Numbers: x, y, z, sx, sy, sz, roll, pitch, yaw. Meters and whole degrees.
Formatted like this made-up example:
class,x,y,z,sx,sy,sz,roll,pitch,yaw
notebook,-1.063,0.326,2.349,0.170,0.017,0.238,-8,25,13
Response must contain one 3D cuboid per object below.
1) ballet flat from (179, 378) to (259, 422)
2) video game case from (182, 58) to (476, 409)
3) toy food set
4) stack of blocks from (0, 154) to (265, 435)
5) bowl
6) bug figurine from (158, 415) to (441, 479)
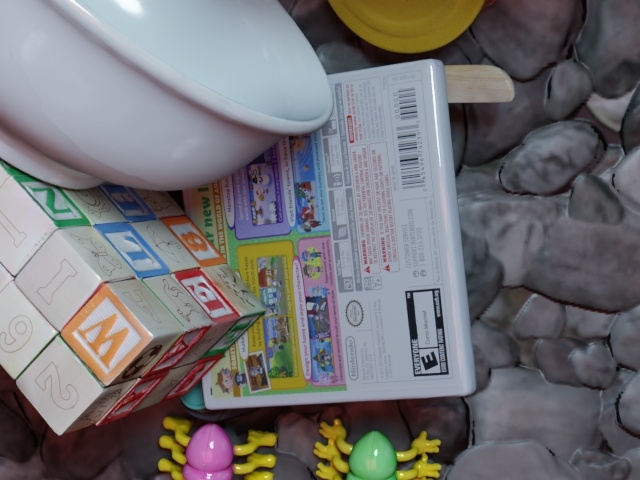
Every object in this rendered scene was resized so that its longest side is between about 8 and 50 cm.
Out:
class,x,y,z,sx,sy,sz,roll,pitch,yaw
ballet flat,-0.006,0.069,1.128,0.203,0.074,0.074,-30,100,16
video game case,0.000,0.000,1.056,0.193,0.023,0.212,-6,90,27
toy food set,0.064,-0.195,1.045,0.128,0.071,0.218,-6,105,34
stack of blocks,-0.188,-0.028,1.025,0.087,0.171,0.297,-46,77,18
bowl,-0.145,-0.125,0.969,0.298,0.298,0.134,41,109,-5
bug figurine,-0.026,0.231,1.172,0.279,0.072,0.216,4,106,7
